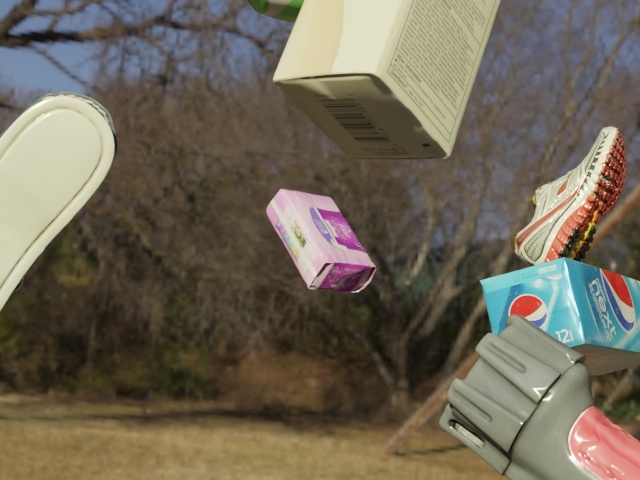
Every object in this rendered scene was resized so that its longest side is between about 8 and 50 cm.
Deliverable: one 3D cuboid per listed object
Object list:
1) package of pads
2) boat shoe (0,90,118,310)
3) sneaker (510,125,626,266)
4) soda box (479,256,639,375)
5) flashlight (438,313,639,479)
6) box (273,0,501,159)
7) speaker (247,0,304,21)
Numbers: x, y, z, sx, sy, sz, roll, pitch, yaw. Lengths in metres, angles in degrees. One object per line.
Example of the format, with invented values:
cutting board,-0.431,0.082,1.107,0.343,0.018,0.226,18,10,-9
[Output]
package of pads,0.000,0.000,0.822,0.050,0.083,0.032,6,-52,-38
boat shoe,-0.236,-0.001,0.769,0.095,0.254,0.079,39,3,-12
sneaker,0.322,-0.060,1.479,0.093,0.225,0.088,22,-23,35
soda box,0.208,0.065,0.911,0.071,0.067,0.210,-19,-17,30
flashlight,0.226,0.157,0.727,0.304,0.103,0.103,37,-37,26
box,0.087,-0.244,1.092,0.121,0.311,0.148,2,-28,39
speaker,-0.127,-0.341,1.163,0.296,0.131,0.131,28,-18,-21
